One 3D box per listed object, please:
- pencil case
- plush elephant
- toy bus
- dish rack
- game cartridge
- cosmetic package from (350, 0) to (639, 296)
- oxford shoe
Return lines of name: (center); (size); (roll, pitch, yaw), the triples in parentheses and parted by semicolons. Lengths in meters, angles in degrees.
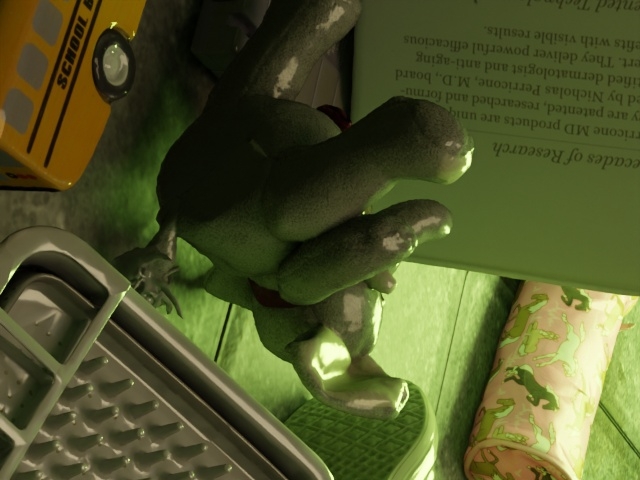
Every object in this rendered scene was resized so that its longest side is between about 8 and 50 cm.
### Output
pencil case: (0.302, 0.166, 2.010); (0.160, 0.167, 0.386); (111, 4, -53)
plush elephant: (0.000, 0.000, 1.294); (0.330, 0.272, 0.255); (-45, 135, 2)
toy bus: (-0.189, -0.197, 1.089); (0.130, 0.108, 0.333); (42, 56, -54)
dish rack: (-0.150, 0.187, 1.032); (0.333, 0.072, 0.285); (44, 48, -21)
game cartridge: (-0.012, -0.279, 1.472); (0.230, 0.068, 0.355); (47, 51, -59)
cosmetic package: (0.229, -0.194, 1.568); (0.329, 0.327, 0.394); (-42, 136, -64)
oxford shoe: (0.030, 0.267, 1.408); (0.449, 0.169, 0.130); (-81, 156, -64)
